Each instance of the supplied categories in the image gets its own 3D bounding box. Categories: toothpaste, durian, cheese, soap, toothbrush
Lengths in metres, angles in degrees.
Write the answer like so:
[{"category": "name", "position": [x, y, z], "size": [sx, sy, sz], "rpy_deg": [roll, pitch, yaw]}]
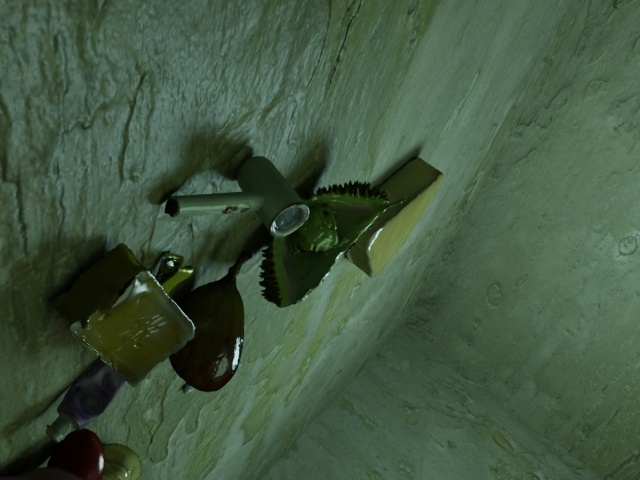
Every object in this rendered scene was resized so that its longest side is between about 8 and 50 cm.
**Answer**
[{"category": "toothpaste", "position": [-0.347, 0.214, 1.234], "size": [0.301, 0.048, 0.075], "rpy_deg": [-51, 138, -31]}, {"category": "durian", "position": [-0.003, -0.008, 1.500], "size": [0.355, 0.169, 0.157], "rpy_deg": [-42, 162, -18]}, {"category": "cheese", "position": [-0.440, 0.514, 1.459], "size": [0.226, 0.117, 0.214], "rpy_deg": [49, 63, -84]}, {"category": "cheese", "position": [0.179, -0.029, 2.086], "size": [0.384, 0.104, 0.384], "rpy_deg": [-47, 164, -18]}, {"category": "soap", "position": [-0.280, 0.116, 1.072], "size": [0.135, 0.076, 0.233], "rpy_deg": [-40, 153, -13]}, {"category": "toothbrush", "position": [-0.260, 0.330, 1.780], "size": [0.024, 0.018, 0.257], "rpy_deg": [-64, 161, 15]}]

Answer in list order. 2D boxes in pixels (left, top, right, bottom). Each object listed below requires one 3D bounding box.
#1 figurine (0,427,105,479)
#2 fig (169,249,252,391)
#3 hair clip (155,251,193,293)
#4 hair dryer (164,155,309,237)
[{"category": "figurine", "position": [-0.457, 0.497, 1.203], "size": [0.261, 0.270, 0.211], "rpy_deg": [-9, 141, -55]}, {"category": "fig", "position": [-0.194, 0.138, 1.332], "size": [0.274, 0.145, 0.170], "rpy_deg": [-66, -162, 7]}, {"category": "hair clip", "position": [-0.273, 0.101, 1.196], "size": [0.173, 0.046, 0.072], "rpy_deg": [-54, 155, 11]}, {"category": "hair dryer", "position": [-0.145, -0.063, 1.136], "size": [0.236, 0.131, 0.073], "rpy_deg": [-10, 140, -39]}]
